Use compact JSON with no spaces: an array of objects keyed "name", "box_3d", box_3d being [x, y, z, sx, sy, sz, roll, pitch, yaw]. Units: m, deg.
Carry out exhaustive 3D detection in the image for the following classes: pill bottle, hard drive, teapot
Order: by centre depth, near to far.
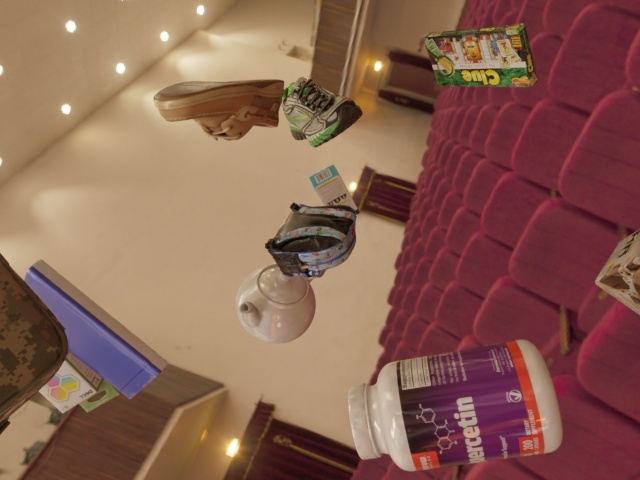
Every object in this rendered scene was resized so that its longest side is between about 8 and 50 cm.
[{"name":"pill bottle","box_3d":[0.218,0.281,0.908,0.181,0.323,0.181,-13,-90,-79]},{"name":"hard drive","box_3d":[-0.483,0.195,1.125,0.210,0.319,0.040,-40,11,46]},{"name":"teapot","box_3d":[-0.115,0.154,1.551,0.256,0.252,0.187,-96,21,-45]}]

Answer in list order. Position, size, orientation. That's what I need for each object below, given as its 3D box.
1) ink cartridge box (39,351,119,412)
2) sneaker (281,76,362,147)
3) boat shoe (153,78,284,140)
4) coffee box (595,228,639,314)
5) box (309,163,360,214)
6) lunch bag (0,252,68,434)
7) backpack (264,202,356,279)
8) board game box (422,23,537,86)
[{"name":"ink cartridge box","box_3d":[-0.596,0.336,1.285,0.109,0.209,0.062,-32,20,9]},{"name":"sneaker","box_3d":[-0.021,-0.324,1.334,0.134,0.146,0.343,-38,26,-13]},{"name":"boat shoe","box_3d":[-0.166,-0.238,1.001,0.341,0.121,0.110,-31,-54,-57]},{"name":"coffee box","box_3d":[0.621,0.036,0.883,0.119,0.168,0.297,-49,-12,-19]},{"name":"box","box_3d":[0.053,-0.159,1.927,0.244,0.100,0.060,55,-171,-53]},{"name":"lunch bag","box_3d":[-0.482,0.118,0.654,0.212,0.305,0.256,-45,7,-38]},{"name":"backpack","box_3d":[0.000,0.000,1.112,0.158,0.173,0.117,-61,-44,-40]},{"name":"board game box","box_3d":[0.357,-0.415,1.231,0.030,0.259,0.136,-46,-54,-19]}]
